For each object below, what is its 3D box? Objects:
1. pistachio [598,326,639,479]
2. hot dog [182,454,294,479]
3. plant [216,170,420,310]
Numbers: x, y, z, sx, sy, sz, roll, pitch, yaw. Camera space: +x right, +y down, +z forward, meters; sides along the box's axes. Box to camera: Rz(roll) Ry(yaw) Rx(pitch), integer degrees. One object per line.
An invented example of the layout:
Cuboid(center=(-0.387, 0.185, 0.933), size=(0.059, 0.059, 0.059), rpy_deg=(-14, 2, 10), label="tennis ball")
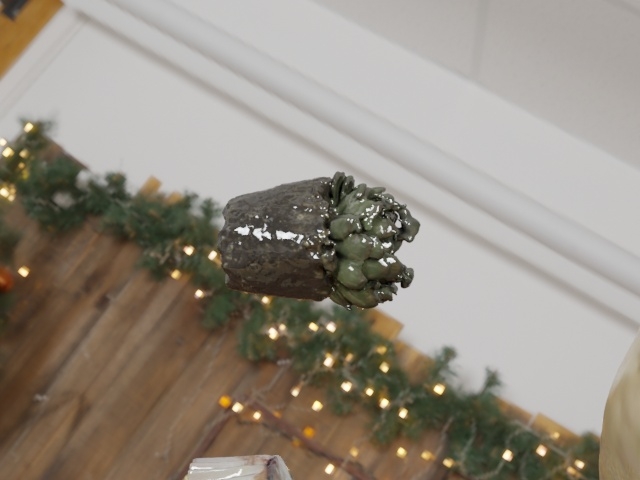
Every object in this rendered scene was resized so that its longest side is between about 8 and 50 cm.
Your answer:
Cuboid(center=(0.283, 0.140, 0.614), size=(0.321, 0.229, 0.238), rpy_deg=(34, 29, -62), label="pistachio")
Cuboid(center=(-0.022, 0.230, 0.473), size=(0.144, 0.075, 0.268), rpy_deg=(73, 0, -46), label="hot dog")
Cuboid(center=(0.000, 0.000, 0.719), size=(0.143, 0.094, 0.092), rpy_deg=(1, -45, 8), label="plant")
